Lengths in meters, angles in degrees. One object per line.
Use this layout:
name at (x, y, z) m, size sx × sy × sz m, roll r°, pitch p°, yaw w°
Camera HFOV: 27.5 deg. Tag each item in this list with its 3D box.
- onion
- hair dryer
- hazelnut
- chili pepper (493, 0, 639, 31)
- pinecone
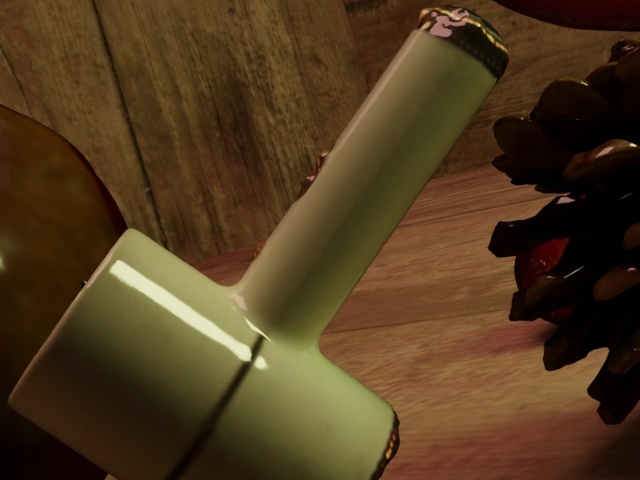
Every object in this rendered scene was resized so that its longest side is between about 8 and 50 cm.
onion at (0.238, 0.019, 1.204) m, size 0.131 × 0.131 × 0.131 m, roll -16°, pitch 5°, yaw 2°
hair dryer at (0.000, 0.000, 0.768) m, size 0.362 × 0.203 × 0.128 m, roll -56°, pitch 5°, yaw 0°
hazelnut at (-0.325, 0.095, 0.966) m, size 0.429 × 0.402 × 0.402 m, roll -27°, pitch 11°, yaw -40°
chili pepper at (0.205, -0.157, 0.757) m, size 0.272 × 0.071 × 0.063 m, roll -2°, pitch -2°, yaw 24°
pinecone at (0.221, 0.004, 0.791) m, size 0.264 × 0.264 × 0.264 m, roll -16°, pitch 5°, yaw 2°
